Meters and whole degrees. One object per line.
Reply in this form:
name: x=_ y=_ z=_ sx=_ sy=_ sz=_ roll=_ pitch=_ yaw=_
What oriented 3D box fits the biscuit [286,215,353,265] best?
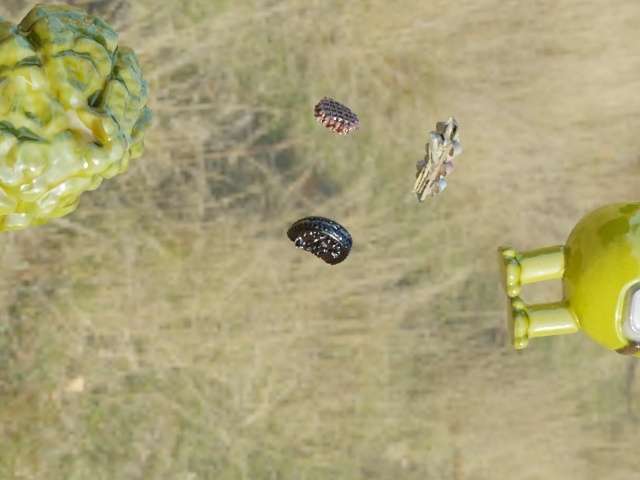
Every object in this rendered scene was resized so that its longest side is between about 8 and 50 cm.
biscuit: x=0.000 y=0.000 z=1.846 sx=0.089 sy=0.087 sz=0.027 roll=65 pitch=30 yaw=-46

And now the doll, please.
doll: x=0.361 y=0.039 z=1.355 sx=0.145 sy=0.363 sz=0.199 roll=-143 pitch=-134 yaw=-84

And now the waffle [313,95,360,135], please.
waffle: x=0.028 y=-0.208 z=2.265 sx=0.029 sy=0.083 sz=0.075 roll=-57 pitch=173 yaw=34

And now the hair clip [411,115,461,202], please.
hair clip: x=0.166 y=-0.117 z=1.898 sx=0.062 sy=0.056 sz=0.214 roll=58 pitch=-14 yaw=18

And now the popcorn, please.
popcorn: x=-0.318 y=-0.135 z=1.492 sx=0.224 sy=0.258 sz=0.270 roll=47 pitch=28 yaw=-5
